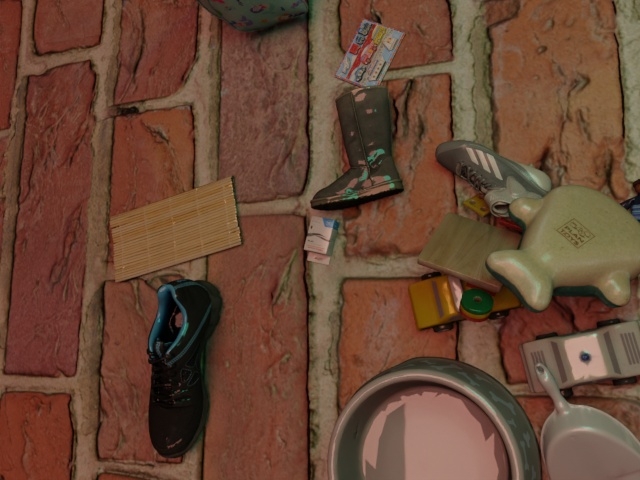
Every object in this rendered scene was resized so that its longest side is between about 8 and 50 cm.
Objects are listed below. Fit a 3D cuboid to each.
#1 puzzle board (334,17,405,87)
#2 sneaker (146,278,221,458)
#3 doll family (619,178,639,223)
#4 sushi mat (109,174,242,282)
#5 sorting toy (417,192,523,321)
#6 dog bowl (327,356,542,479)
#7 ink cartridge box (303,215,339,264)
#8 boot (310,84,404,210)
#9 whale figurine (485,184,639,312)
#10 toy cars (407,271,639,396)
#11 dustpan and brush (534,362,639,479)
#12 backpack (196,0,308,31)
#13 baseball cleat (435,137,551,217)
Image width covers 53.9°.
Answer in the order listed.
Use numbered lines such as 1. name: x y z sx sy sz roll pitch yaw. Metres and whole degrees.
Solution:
1. puzzle board: 0.094 -0.360 1.218 0.096 0.011 0.128 27 91 24
2. sneaker: -0.285 0.239 1.188 0.125 0.139 0.341 3 82 21
3. doll family: 0.542 -0.044 0.943 0.193 0.076 0.111 1 85 25
4. sushi mat: -0.309 -0.022 1.314 0.316 0.019 0.151 -16 75 18
5. sorting toy: 0.242 0.022 1.001 0.132 0.046 0.274 20 45 22
6. dog bowl: 0.169 0.360 1.003 0.349 0.102 0.349 -4 79 21
7. ink cartridge box: 0.000 0.000 1.178 0.048 0.028 0.083 12 85 24
8. boot: 0.054 -0.170 1.164 0.189 0.076 0.208 -14 82 5
9. whale figurine: 0.349 0.030 0.923 0.272 0.141 0.216 -27 61 -32
10. toy cars: 0.316 0.133 0.992 0.393 0.087 0.176 27 91 24
11. dustpan and brush: 0.375 0.277 0.935 0.147 0.060 0.211 -30 102 27
12. backpack: -0.144 -0.531 1.234 0.253 0.225 0.191 -5 73 25
13. baseball cleat: 0.275 -0.104 1.049 0.206 0.072 0.109 20 57 24
